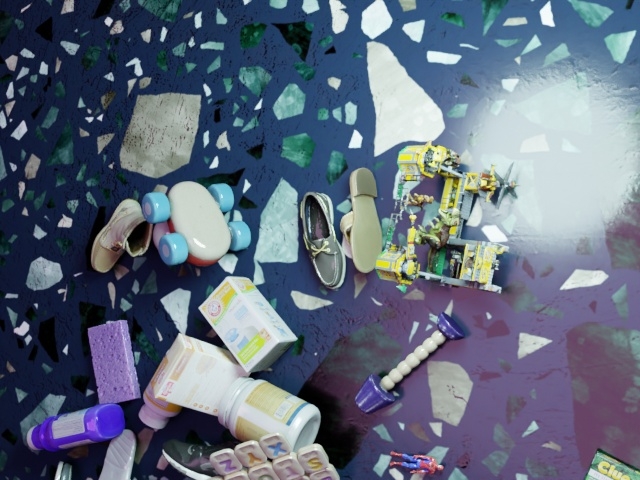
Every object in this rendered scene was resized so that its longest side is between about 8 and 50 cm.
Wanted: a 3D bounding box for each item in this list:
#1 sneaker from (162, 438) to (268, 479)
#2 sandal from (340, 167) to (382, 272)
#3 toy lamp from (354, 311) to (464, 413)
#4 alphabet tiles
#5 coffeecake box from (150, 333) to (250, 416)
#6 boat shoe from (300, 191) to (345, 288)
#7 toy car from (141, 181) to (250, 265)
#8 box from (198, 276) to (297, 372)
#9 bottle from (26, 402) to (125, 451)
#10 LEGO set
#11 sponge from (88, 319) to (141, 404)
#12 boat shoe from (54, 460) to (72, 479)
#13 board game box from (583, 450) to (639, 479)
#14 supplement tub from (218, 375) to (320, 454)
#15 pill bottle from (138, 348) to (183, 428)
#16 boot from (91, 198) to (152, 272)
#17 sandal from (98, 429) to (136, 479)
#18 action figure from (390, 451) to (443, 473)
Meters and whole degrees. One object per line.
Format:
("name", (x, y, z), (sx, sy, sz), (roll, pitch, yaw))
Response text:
("sneaker", (-0.236, 0.519, 1.623), (0.283, 0.107, 0.124), (23, 86, 16))
("sandal", (0.082, -0.039, 1.547), (0.079, 0.088, 0.240), (-17, 69, 53))
("toy lamp", (0.183, 0.268, 1.463), (0.275, 0.080, 0.080), (-47, 70, 13))
("alphabet tiles", (-0.109, 0.529, 1.480), (0.283, 0.278, 0.021), (-20, 33, 6))
("coffeecake box", (-0.279, 0.318, 1.599), (0.142, 0.185, 0.068), (-58, 32, 9))
("boat shoe", (0.000, 0.000, 1.568), (0.081, 0.068, 0.228), (-16, 80, 22))
("toy car", (-0.334, -0.005, 1.674), (0.238, 0.219, 0.210), (-41, 70, 46))
("box", (-0.172, 0.195, 1.608), (0.114, 0.103, 0.203), (-45, 70, 13))
("bottle", (-0.646, 0.493, 1.780), (0.282, 0.118, 0.092), (-18, 79, 27))
("LEGO set", (0.268, -0.034, 1.352), (0.192, 0.254, 0.332), (7, 76, 51))
("sponge", (-0.545, 0.322, 1.799), (0.117, 0.031, 0.210), (-17, 79, 22))
("boat shoe", (-0.659, 0.745, 1.796), (0.098, 0.116, 0.320), (2, 76, -19))
("board game box", (0.620, 0.521, 1.280), (0.259, 0.030, 0.136), (25, 98, 23))
("supplement tub", (-0.116, 0.404, 1.544), (0.199, 0.144, 0.145), (22, 94, 23))
("pill bottle", (-0.371, 0.366, 1.680), (0.103, 0.103, 0.184), (34, 99, 22))
("boot", (-0.509, 0.011, 1.750), (0.213, 0.077, 0.165), (-59, 38, 5))
("sandal", (-0.513, 0.623, 1.743), (0.101, 0.076, 0.266), (5, 66, 23))
("action figure", (0.207, 0.478, 1.463), (0.115, 0.030, 0.038), (2, 82, 22))
